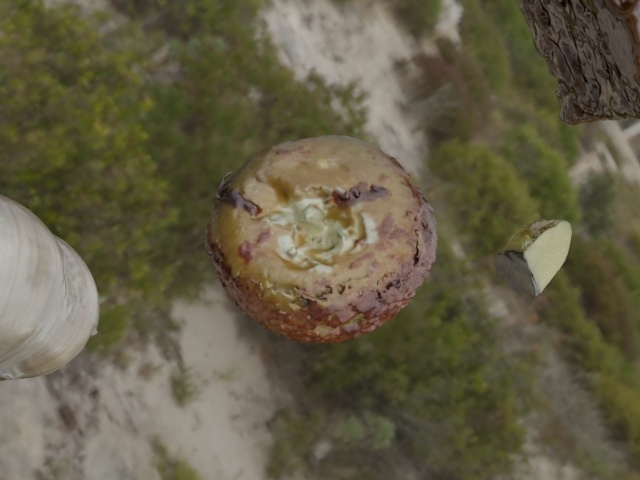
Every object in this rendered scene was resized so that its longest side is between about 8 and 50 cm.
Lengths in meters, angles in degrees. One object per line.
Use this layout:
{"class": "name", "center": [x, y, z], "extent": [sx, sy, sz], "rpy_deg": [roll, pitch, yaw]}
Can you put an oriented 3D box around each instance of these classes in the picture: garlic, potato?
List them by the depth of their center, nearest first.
{"class": "garlic", "center": [-0.401, 0.054, 1.408], "extent": [0.322, 0.321, 0.241], "rpy_deg": [-53, 146, -77]}
{"class": "potato", "center": [0.302, 0.012, 1.816], "extent": [0.066, 0.103, 0.096], "rpy_deg": [26, -33, 40]}

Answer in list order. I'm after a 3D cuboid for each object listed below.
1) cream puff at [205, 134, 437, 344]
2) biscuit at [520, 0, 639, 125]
{"class": "cream puff", "center": [-0.001, 0.000, 1.346], "extent": [0.164, 0.240, 0.240], "rpy_deg": [73, -5, -67]}
{"class": "biscuit", "center": [0.399, -0.333, 1.742], "extent": [0.395, 0.166, 0.343], "rpy_deg": [-156, -131, -80]}
